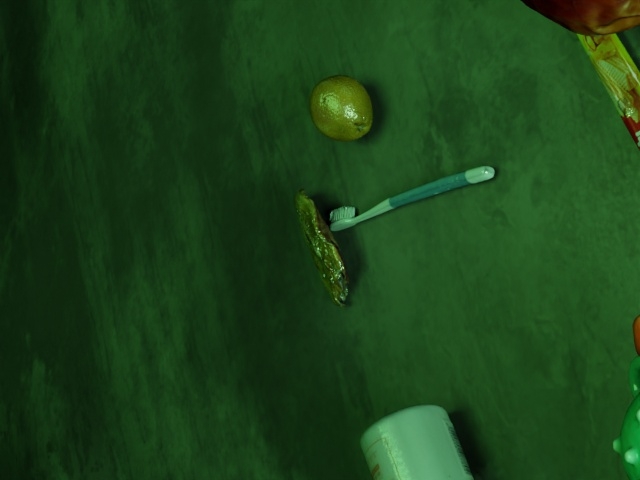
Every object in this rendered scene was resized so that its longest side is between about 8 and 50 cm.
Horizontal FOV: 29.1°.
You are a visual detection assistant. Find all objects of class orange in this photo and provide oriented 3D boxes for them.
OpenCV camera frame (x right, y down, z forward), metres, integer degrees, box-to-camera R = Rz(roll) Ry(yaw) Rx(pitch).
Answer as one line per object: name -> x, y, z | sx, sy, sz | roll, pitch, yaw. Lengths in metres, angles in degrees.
orange -> 0.025, -0.156, 1.465 | 0.085, 0.085, 0.085 | -6, 82, 52

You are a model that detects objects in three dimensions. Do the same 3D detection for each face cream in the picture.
face cream -> 0.126, 0.301, 1.274 | 0.101, 0.101, 0.252 | -46, 53, 40

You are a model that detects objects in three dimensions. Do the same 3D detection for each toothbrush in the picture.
toothbrush -> 0.097, -0.051, 1.409 | 0.275, 0.019, 0.025 | -19, 64, 50

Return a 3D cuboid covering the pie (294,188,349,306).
pie -> 0.000, 0.000, 1.503 | 0.092, 0.034, 0.170 | 90, 159, -62

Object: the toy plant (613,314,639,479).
toy plant -> 0.338, 0.215, 0.937 | 0.185, 0.279, 0.400 | -32, 33, 5

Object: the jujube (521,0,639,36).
jujube -> 0.235, -0.297, 1.140 | 0.174, 0.174, 0.250 | -65, 34, 25

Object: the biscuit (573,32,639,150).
biscuit -> 0.300, -0.116, 1.148 | 0.048, 0.026, 0.292 | -35, 58, 23
